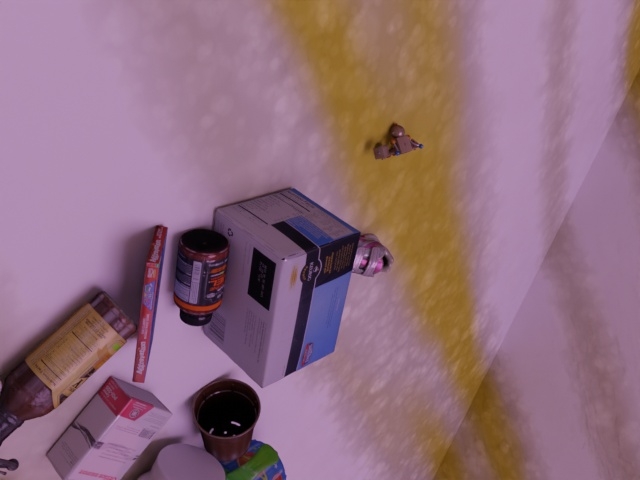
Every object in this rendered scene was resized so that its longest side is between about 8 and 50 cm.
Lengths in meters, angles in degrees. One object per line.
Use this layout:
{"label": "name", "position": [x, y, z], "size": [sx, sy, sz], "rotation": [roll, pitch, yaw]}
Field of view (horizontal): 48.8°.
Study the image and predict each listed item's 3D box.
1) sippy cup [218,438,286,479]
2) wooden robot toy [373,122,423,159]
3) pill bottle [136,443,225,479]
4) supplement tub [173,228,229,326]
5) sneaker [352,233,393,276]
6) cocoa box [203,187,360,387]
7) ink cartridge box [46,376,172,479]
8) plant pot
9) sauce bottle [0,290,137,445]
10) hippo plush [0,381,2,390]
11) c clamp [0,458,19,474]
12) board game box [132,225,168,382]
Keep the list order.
{"label": "sippy cup", "position": [-0.220, 0.665, 1.917], "size": [0.224, 0.306, 0.239], "rotation": [-24, 102, -52]}
{"label": "wooden robot toy", "position": [0.184, -0.251, 1.767], "size": [0.173, 0.076, 0.078], "rotation": [-20, 97, -40]}
{"label": "pill bottle", "position": [-0.389, 0.716, 1.734], "size": [0.229, 0.229, 0.407], "rotation": [5, 115, -52]}
{"label": "supplement tub", "position": [-0.251, 0.082, 1.473], "size": [0.106, 0.106, 0.197], "rotation": [-18, 132, -41]}
{"label": "sneaker", "position": [0.107, 0.040, 1.857], "size": [0.252, 0.111, 0.102], "rotation": [-5, 122, -48]}
{"label": "cocoa box", "position": [-0.091, 0.099, 1.564], "size": [0.228, 0.231, 0.346], "rotation": [-20, 133, -40]}
{"label": "ink cartridge box", "position": [-0.455, 0.423, 1.530], "size": [0.217, 0.092, 0.158], "rotation": [-52, 145, -7]}
{"label": "plant pot", "position": [-0.237, 0.463, 1.777], "size": [0.167, 0.167, 0.165], "rotation": [-31, 147, -31]}
{"label": "sauce bottle", "position": [-0.501, 0.246, 1.314], "size": [0.344, 0.111, 0.111], "rotation": [-44, 144, -13]}
{"label": "hippo plush", "position": [-0.646, 0.278, 1.093], "size": [0.235, 0.294, 0.236], "rotation": [21, 76, -17]}
{"label": "c clamp", "position": [-0.617, 0.412, 1.309], "size": [0.137, 0.161, 0.022], "rotation": [30, 56, -36]}
{"label": "board game box", "position": [-0.336, 0.126, 1.390], "size": [0.027, 0.145, 0.281], "rotation": [8, 118, -11]}
